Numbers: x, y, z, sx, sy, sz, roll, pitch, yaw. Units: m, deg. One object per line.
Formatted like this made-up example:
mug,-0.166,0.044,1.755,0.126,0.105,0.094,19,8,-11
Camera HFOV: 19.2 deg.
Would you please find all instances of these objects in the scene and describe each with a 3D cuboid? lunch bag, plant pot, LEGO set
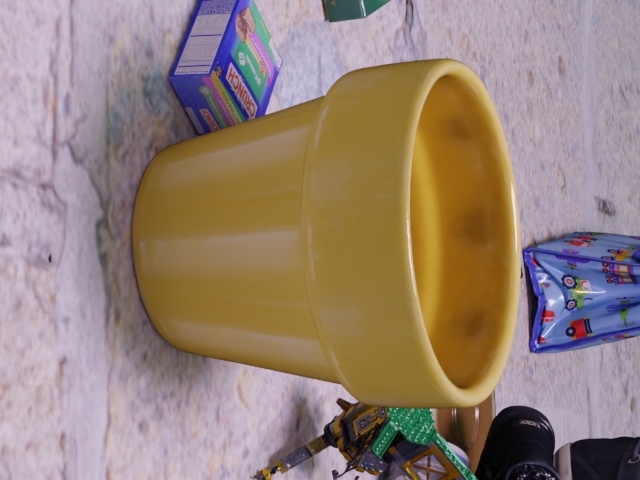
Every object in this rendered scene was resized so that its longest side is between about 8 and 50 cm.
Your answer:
lunch bag,0.423,0.057,2.311,0.221,0.293,0.138,-13,99,-67
plant pot,0.000,0.000,1.413,0.254,0.239,0.254,-3,90,-67
LEGO set,0.020,0.294,1.573,0.255,0.192,0.331,45,34,-14
plant pot,0.140,0.181,1.972,0.236,0.032,0.236,-3,90,-66

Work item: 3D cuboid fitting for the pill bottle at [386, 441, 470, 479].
pill bottle,0.095,0.263,1.797,0.078,0.078,0.137,61,34,-45

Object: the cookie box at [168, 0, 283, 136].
cookie box,-0.074,-0.135,1.510,0.092,0.040,0.107,63,33,-44

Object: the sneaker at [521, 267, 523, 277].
sneaker,0.132,0.012,1.953,0.097,0.084,0.235,65,20,11

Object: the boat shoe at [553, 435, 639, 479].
boat shoe,0.323,0.350,1.853,0.187,0.156,0.500,61,15,-24

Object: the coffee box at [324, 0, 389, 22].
coffee box,0.045,-0.283,1.804,0.184,0.040,0.113,-46,128,-60

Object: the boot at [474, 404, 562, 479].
boot,0.176,0.298,1.828,0.207,0.094,0.246,-71,174,-75
